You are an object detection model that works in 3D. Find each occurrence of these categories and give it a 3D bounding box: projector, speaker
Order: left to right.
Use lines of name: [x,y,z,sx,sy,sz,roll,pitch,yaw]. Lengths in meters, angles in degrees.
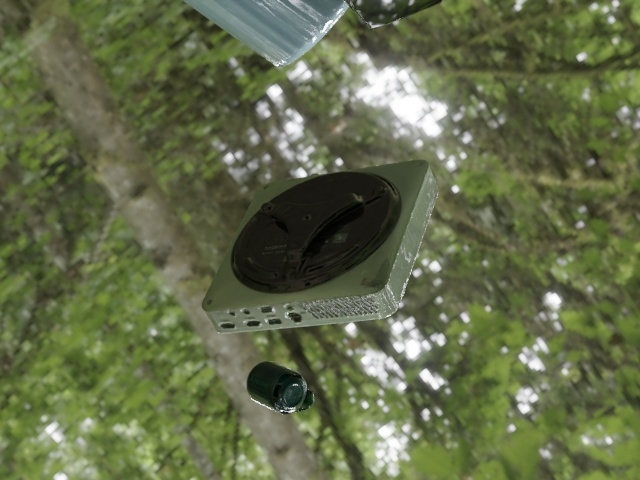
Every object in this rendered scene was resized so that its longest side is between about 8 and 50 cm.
speaker: [-0.050,0.207,1.699,0.075,0.094,0.060,18,-112,49]
projector: [0.000,0.000,1.601,0.257,0.079,0.259,-8,-142,27]

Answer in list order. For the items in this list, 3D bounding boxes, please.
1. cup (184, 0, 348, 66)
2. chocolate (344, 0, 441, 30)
cup: [-0.079,-0.400,1.399,0.257,0.311,0.331,-30,-152,57]
chocolate: [0.018,-0.312,1.010,0.177,0.224,0.206,26,-142,33]
